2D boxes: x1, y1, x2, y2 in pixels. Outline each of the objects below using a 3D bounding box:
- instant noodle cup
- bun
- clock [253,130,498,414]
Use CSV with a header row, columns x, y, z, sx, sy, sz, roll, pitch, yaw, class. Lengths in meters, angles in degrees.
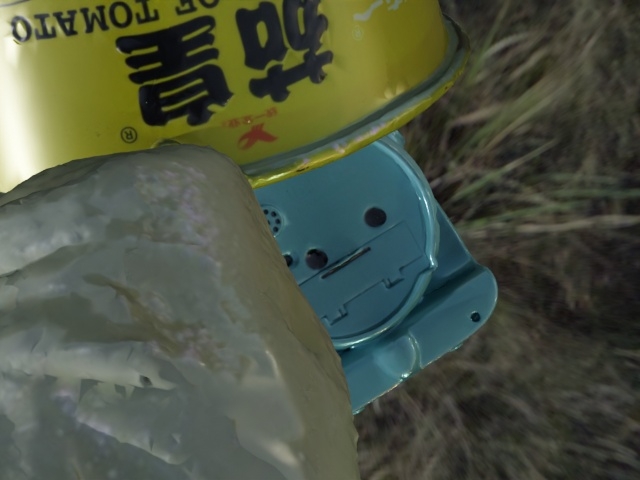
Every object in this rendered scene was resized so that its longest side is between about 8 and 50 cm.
x,y,z,sx,sy,sz,roll,pitch,yaw,class
-0.098,-0.187,0.727,0.325,0.325,0.254,-11,114,1,instant noodle cup
-0.099,0.069,0.418,0.133,0.231,0.231,23,89,-37,bun
0.000,0.000,1.172,0.223,0.094,0.274,-33,102,-13,clock
